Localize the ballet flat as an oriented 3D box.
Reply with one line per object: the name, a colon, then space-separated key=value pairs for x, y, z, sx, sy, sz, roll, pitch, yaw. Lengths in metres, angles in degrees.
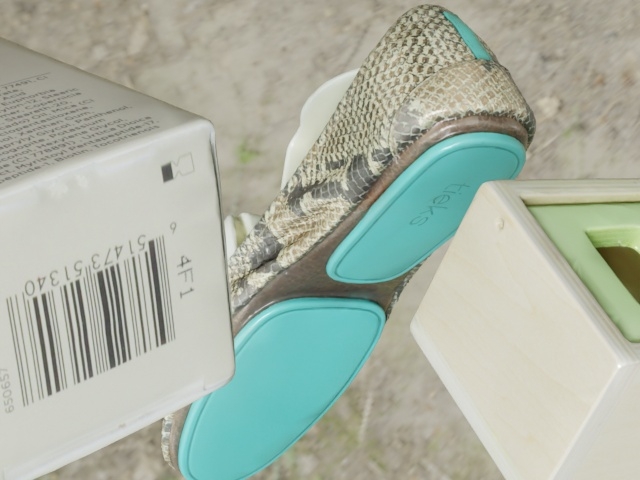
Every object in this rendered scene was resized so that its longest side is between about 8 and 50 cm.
ballet flat: x=0.000 y=0.000 z=1.424 sx=0.483 sy=0.164 sz=0.182 roll=-53 pitch=45 yaw=37

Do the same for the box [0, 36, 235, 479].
box: x=-0.155 y=-0.017 z=0.601 sx=0.275 sy=0.113 sz=0.094 roll=25 pitch=128 yaw=46

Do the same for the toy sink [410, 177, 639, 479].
toy sink: x=0.201 y=0.052 z=1.032 sx=0.153 sy=0.234 sz=0.131 roll=59 pitch=137 yaw=39
